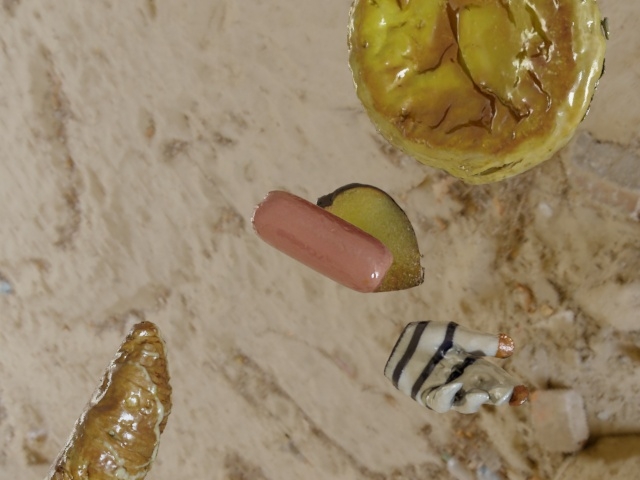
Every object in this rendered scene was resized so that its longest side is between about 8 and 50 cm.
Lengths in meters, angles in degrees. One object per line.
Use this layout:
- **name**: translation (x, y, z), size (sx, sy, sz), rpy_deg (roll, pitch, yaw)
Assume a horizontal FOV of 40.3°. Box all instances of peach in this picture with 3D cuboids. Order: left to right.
- **peach**: translation (0.098, 0.002, 1.602), size (0.279, 0.068, 0.189), rpy_deg (38, 112, 31)

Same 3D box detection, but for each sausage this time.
- **sausage**: translation (0.000, 0.000, 0.907), size (0.154, 0.062, 0.062), rpy_deg (28, 143, 5)

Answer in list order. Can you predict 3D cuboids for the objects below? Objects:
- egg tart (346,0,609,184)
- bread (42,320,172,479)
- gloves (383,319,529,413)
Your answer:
- **egg tart**: translation (0.189, -0.235, 1.048), size (0.341, 0.132, 0.341), rpy_deg (6, 101, 35)
- **bread**: translation (-0.176, 0.177, 0.717), size (0.076, 0.233, 0.105), rpy_deg (28, -174, -9)
- **gloves**: translation (0.216, 0.210, 1.353), size (0.219, 0.140, 0.131), rpy_deg (25, 144, 25)
